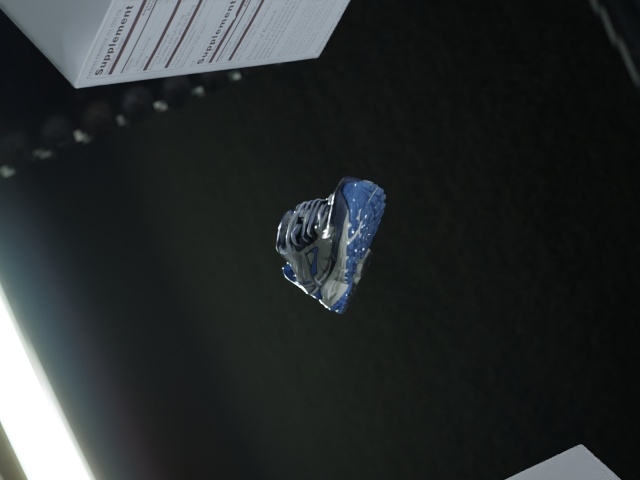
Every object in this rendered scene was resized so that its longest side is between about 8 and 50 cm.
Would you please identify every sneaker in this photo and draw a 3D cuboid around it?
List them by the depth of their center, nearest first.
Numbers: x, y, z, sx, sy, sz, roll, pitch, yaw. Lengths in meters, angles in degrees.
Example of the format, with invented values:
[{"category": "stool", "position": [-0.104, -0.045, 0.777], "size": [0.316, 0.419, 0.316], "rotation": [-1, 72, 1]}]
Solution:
[{"category": "sneaker", "position": [0.000, 0.000, 0.959], "size": [0.058, 0.052, 0.135], "rotation": [25, -28, 6]}]

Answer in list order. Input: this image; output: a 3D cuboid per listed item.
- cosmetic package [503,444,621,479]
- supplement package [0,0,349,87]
[{"category": "cosmetic package", "position": [0.061, 0.292, 0.982], "size": [0.197, 0.366, 0.155], "rotation": [-130, -160, -68]}, {"category": "supplement package", "position": [-0.093, -0.205, 1.082], "size": [0.139, 0.244, 0.134], "rotation": [46, -55, 24]}]
